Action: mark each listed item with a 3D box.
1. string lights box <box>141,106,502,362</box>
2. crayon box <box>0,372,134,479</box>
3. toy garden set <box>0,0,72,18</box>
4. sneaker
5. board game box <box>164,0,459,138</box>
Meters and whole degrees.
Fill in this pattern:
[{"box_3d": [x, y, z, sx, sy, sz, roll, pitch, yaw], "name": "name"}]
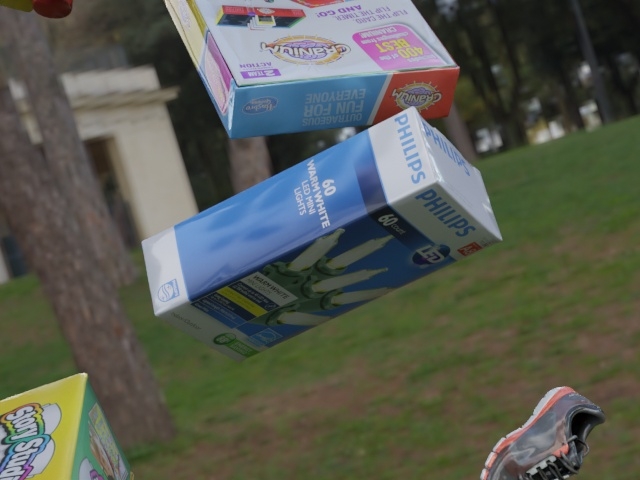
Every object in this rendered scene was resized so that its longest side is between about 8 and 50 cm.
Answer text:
[{"box_3d": [0.000, 0.000, 1.249, 0.259, 0.077, 0.133, -26, -32, 20], "name": "string lights box"}, {"box_3d": [-0.288, 0.241, 0.988, 0.313, 0.106, 0.363, -19, 17, 1], "name": "crayon box"}, {"box_3d": [-0.267, -0.238, 1.108, 0.244, 0.204, 0.049, -11, -29, 20], "name": "toy garden set"}, {"box_3d": [0.207, 0.203, 1.417, 0.065, 0.061, 0.158, 18, 63, 48], "name": "sneaker"}, {"box_3d": [-0.025, -0.235, 1.627, 0.242, 0.316, 0.064, -7, -48, -19], "name": "board game box"}]
